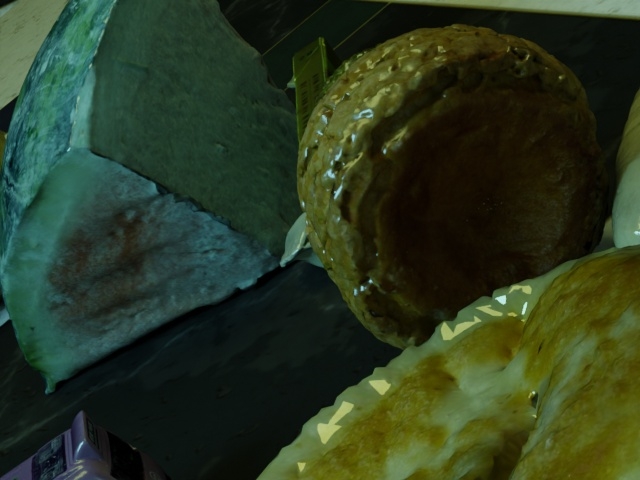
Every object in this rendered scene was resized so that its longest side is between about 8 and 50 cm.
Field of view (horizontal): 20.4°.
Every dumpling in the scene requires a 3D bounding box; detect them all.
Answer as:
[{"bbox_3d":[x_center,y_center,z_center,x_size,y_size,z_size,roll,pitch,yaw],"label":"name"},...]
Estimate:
[{"bbox_3d":[-0.001,0.000,1.242,0.059,0.043,0.077,-47,9,51],"label":"dumpling"}]

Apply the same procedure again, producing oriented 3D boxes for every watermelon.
[{"bbox_3d":[-0.107,-0.047,1.326,0.228,0.258,0.387,-89,10,-48],"label":"watermelon"}]

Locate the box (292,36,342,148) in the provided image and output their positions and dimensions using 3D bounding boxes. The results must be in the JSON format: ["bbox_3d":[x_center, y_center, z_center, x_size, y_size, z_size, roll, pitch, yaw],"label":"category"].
[{"bbox_3d":[0.027,-0.056,1.196,0.030,0.121,0.193,-32,20,11],"label":"box"}]

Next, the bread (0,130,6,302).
[{"bbox_3d":[-0.343,-0.014,1.640,0.197,0.170,0.197,-33,8,5],"label":"bread"}]

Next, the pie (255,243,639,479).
[{"bbox_3d":[0.080,0.118,0.804,0.339,0.077,0.339,-35,20,15],"label":"pie"}]

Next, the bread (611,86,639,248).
[{"bbox_3d":[0.205,-0.060,1.019,0.073,0.053,0.214,-19,26,30],"label":"bread"}]

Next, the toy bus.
[{"bbox_3d":[-0.168,0.183,1.022,0.178,0.098,0.087,-35,20,3],"label":"toy bus"}]

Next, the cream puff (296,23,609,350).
[{"bbox_3d":[0.054,-0.039,1.013,0.183,0.183,0.169,-40,29,-9],"label":"cream puff"}]

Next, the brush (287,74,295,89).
[{"bbox_3d":[0.002,-0.140,1.579,0.084,0.013,0.016,4,48,50],"label":"brush"}]
